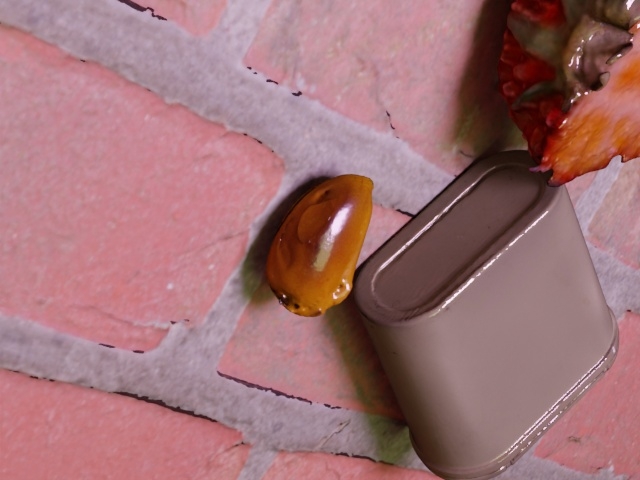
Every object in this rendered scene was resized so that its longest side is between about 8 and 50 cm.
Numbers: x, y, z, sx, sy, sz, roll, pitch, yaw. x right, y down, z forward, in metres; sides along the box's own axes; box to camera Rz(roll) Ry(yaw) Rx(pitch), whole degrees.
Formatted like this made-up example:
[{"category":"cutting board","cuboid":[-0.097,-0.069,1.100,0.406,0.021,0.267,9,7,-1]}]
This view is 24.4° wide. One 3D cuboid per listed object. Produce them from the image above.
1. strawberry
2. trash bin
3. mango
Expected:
[{"category":"strawberry","cuboid":[0.272,-0.196,1.287,0.280,0.150,0.253,-17,144,-41]},{"category":"trash bin","cuboid":[0.159,0.072,1.377,0.243,0.121,0.247,-41,136,-16]},{"category":"mango","cuboid":[0.000,0.000,1.209,0.077,0.063,0.127,23,94,-45]}]
